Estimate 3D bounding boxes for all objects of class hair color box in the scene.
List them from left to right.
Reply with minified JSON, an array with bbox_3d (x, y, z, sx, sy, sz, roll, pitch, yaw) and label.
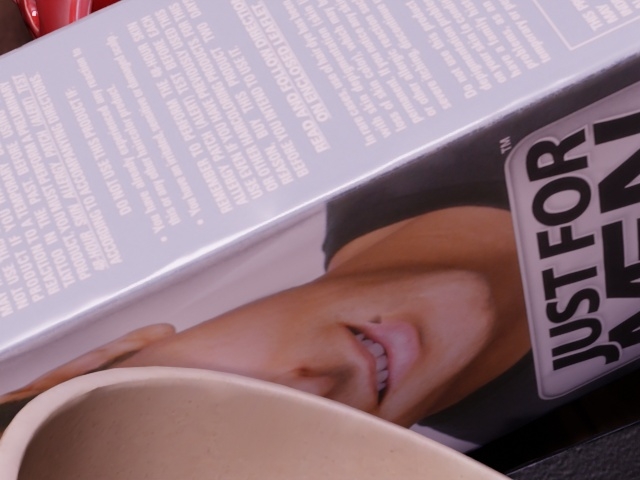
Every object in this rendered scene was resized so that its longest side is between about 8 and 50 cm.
[{"bbox_3d":[0.000,0.000,0.533,0.374,0.185,0.113,-25,55,-5],"label":"hair color box"}]

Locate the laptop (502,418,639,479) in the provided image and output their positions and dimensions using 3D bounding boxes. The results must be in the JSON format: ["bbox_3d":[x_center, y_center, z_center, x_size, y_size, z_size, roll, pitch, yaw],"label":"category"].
[{"bbox_3d":[0.202,0.135,0.490,0.234,0.136,0.264,-21,64,-2],"label":"laptop"}]

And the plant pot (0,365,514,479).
[{"bbox_3d":[-0.019,0.217,0.407,0.256,0.256,0.274,38,107,36],"label":"plant pot"}]

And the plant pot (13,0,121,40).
[{"bbox_3d":[-0.067,-0.152,0.781,0.191,0.191,0.174,-32,42,-10],"label":"plant pot"}]
